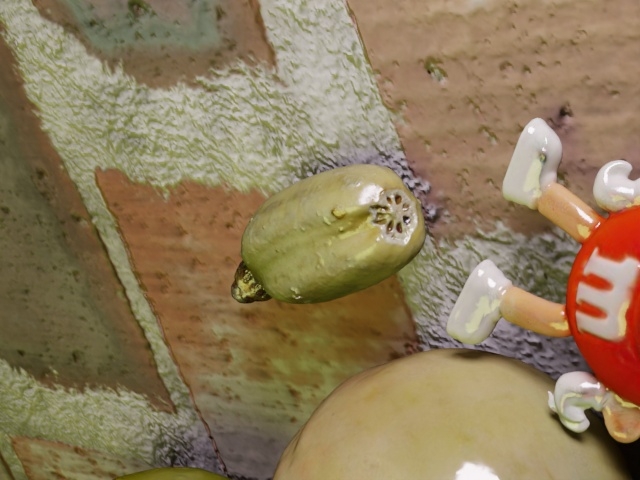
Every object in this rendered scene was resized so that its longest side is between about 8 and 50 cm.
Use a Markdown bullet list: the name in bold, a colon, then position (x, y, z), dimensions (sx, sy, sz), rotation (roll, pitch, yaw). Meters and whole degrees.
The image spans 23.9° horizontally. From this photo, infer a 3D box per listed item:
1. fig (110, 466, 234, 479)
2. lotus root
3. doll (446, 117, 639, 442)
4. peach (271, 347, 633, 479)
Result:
- **fig**: position (-0.135, 0.349, 1.326), dimensions (0.343, 0.343, 0.343), rotation (24, 135, 27)
- **lotus root**: position (0.001, -0.001, 1.087), dimensions (0.183, 0.077, 0.090), rotation (-27, 94, 47)
- **doll**: position (0.193, 0.039, 0.917), dimensions (0.217, 0.085, 0.183), rotation (26, 109, 21)
- **peach**: position (0.097, 0.211, 1.053), dimensions (0.292, 0.247, 0.292), rotation (42, 168, 11)
